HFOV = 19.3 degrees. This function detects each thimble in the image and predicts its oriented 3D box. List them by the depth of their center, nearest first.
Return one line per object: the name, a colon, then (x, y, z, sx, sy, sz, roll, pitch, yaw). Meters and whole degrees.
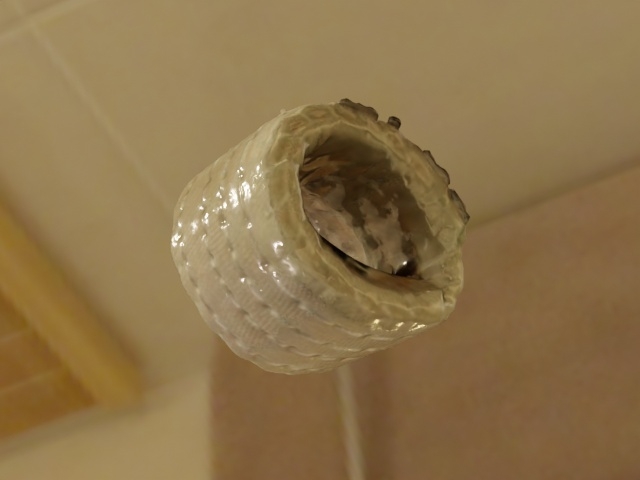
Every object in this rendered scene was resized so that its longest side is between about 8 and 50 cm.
thimble: (0.000, 0.000, 0.845, 0.115, 0.090, 0.102, 26, -124, -26)
